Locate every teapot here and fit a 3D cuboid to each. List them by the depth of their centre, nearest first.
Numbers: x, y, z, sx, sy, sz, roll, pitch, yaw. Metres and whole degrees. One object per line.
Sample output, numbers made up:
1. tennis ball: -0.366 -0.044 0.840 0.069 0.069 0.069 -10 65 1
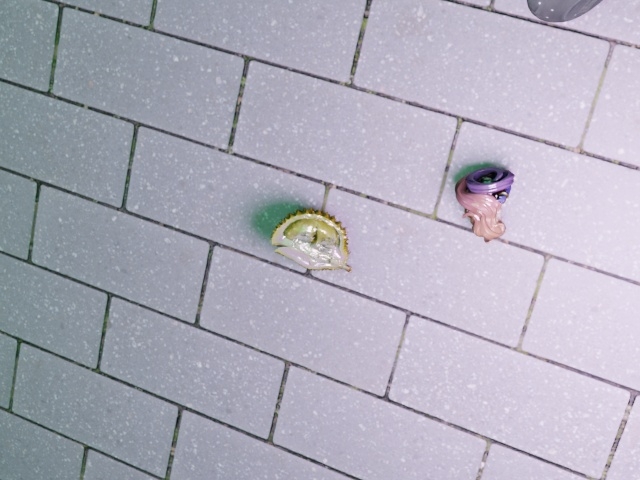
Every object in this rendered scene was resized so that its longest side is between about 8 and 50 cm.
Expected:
1. teapot: 0.428 -0.538 1.720 0.183 0.183 0.251 -33 77 25

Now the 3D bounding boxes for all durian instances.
1. durian: 0.000 0.000 2.057 0.208 0.102 0.146 38 118 -16

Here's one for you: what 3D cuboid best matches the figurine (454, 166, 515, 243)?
1. figurine: 0.330 -0.072 1.895 0.126 0.114 0.157 33 123 49
